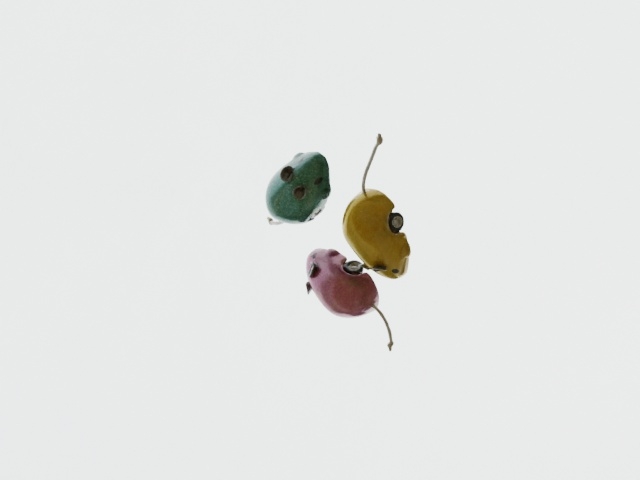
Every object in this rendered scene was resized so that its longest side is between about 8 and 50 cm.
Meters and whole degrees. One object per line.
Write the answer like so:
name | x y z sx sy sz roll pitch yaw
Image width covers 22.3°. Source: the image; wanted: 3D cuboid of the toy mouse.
toy mouse | 0.000 0.000 1.061 0.031 0.143 0.161 -33 -60 -33
